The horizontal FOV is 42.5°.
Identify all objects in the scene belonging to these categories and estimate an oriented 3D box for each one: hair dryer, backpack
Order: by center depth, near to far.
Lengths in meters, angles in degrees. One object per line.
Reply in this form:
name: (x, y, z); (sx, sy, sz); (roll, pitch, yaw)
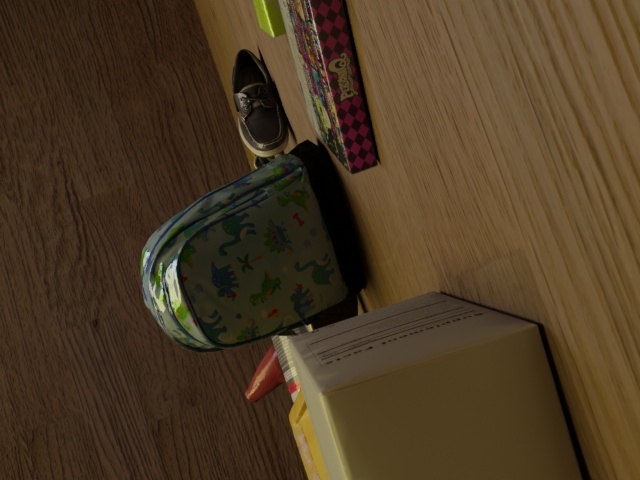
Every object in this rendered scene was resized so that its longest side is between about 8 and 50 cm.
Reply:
backpack: (-0.116, 0.034, 1.335); (0.273, 0.355, 0.290); (-129, 22, -70)
hair dryer: (-0.056, 0.332, 1.928); (0.080, 0.293, 0.224); (15, -113, -58)

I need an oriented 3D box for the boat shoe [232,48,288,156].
boat shoe: (-0.140, -0.298, 1.757); (0.092, 0.102, 0.285); (72, -178, -52)

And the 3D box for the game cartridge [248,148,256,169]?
game cartridge: (-0.170, -0.256, 2.408); (0.324, 0.052, 0.285); (-128, 20, -66)

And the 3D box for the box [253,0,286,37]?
box: (-0.088, -0.404, 1.239); (0.109, 0.042, 0.178); (-123, 16, -65)

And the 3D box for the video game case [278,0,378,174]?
video game case: (0.000, -0.223, 0.999); (0.210, 0.041, 0.232); (-119, 12, -60)

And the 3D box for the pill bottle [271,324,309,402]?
pill bottle: (-0.027, 0.186, 1.815); (0.176, 0.176, 0.319); (93, 157, -74)

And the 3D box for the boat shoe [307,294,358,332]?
boat shoe: (-0.009, 0.077, 1.554); (0.098, 0.109, 0.302); (128, 132, -56)

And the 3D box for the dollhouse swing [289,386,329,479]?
dollhouse swing: (0.146, 0.335, 1.279); (0.315, 0.305, 0.347); (23, -152, -36)

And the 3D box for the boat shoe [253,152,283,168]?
boat shoe: (-0.136, -0.207, 2.104); (0.223, 0.073, 0.080); (103, 148, -78)

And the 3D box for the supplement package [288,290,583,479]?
supplement package: (0.087, 0.163, 0.738); (0.293, 0.175, 0.178); (-167, 60, -83)
